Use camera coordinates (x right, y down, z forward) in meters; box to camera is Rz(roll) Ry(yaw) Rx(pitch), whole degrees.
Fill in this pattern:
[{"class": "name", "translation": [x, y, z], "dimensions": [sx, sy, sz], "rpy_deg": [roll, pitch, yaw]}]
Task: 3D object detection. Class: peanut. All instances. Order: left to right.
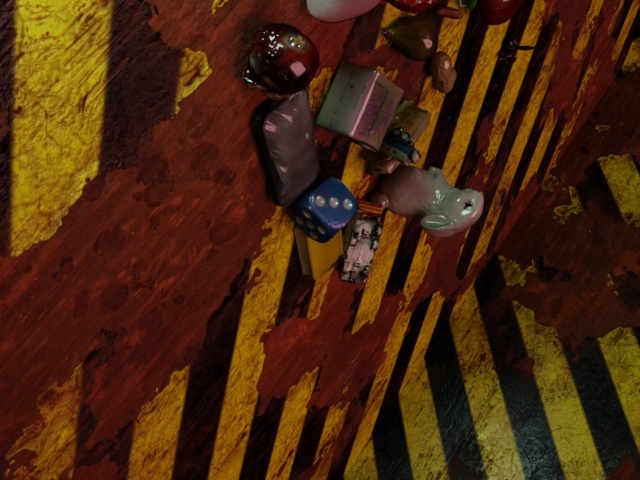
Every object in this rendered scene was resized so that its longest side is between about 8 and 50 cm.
[{"class": "peanut", "translation": [0.416, -0.565, 2.141], "dimensions": [0.082, 0.082, 0.187], "rpy_deg": [-58, 151, -5]}]

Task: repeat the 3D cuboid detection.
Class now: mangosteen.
[{"class": "mangosteen", "translation": [-0.096, -0.400, 1.448], "dimensions": [0.166, 0.166, 0.180], "rpy_deg": [-23, 160, -46]}]

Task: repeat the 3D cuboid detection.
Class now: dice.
[{"class": "dice", "translation": [0.013, -0.090, 1.829], "dimensions": [0.146, 0.146, 0.143], "rpy_deg": [-46, -174, -26]}]

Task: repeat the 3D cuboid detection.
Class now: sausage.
[{"class": "sausage", "translation": [0.412, -0.734, 2.035], "dimensions": [0.147, 0.030, 0.035], "rpy_deg": [-15, 124, -51]}]

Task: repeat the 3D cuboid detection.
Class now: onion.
[{"class": "onion", "translation": [0.593, -0.831, 2.067], "dimensions": [0.248, 0.161, 0.248], "rpy_deg": [-169, -90, -87]}]

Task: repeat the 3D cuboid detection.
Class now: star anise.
[{"class": "star anise", "translation": [0.787, -0.748, 2.481], "dimensions": [0.140, 0.144, 0.159], "rpy_deg": [-24, 134, -57]}]

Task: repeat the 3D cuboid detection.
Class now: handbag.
[{"class": "handbag", "translation": [-0.078, -0.242, 1.686], "dimensions": [0.191, 0.074, 0.332], "rpy_deg": [-46, 144, -29]}]

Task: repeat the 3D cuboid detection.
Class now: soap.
[{"class": "soap", "translation": [0.112, -0.377, 1.781], "dimensions": [0.182, 0.138, 0.200], "rpy_deg": [10, 106, -60]}]

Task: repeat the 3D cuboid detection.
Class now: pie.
[{"class": "pie", "translation": [0.249, -0.336, 2.037], "dimensions": [0.283, 0.128, 0.068], "rpy_deg": [-55, 161, -14]}]

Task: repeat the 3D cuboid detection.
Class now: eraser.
[{"class": "eraser", "translation": [0.000, 0.000, 2.001], "dimensions": [0.158, 0.069, 0.226], "rpy_deg": [-41, 145, -27]}]

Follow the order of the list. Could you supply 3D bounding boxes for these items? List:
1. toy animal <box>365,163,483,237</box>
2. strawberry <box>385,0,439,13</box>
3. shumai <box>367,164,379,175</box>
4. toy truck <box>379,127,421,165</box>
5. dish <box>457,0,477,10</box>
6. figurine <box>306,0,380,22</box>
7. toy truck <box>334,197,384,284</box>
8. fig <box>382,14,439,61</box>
[{"class": "toy animal", "translation": [0.369, -0.134, 2.159], "dimensions": [0.258, 0.357, 0.194], "rpy_deg": [-50, 150, -14]}, {"class": "strawberry", "translation": [0.232, -0.724, 1.627], "dimensions": [0.260, 0.257, 0.261], "rpy_deg": [-10, 116, -20]}, {"class": "shumai", "translation": [0.183, -0.260, 2.078], "dimensions": [0.083, 0.082, 0.081], "rpy_deg": [-39, 107, -52]}, {"class": "toy truck", "translation": [0.219, -0.299, 1.946], "dimensions": [0.088, 0.201, 0.074], "rpy_deg": [-55, 153, -3]}, {"class": "dish", "translation": [0.472, -0.798, 2.061], "dimensions": [0.137, 0.039, 0.091], "rpy_deg": [-32, 136, -44]}, {"class": "figurine", "translation": [-0.003, -0.603, 1.362], "dimensions": [0.316, 0.284, 0.207], "rpy_deg": [59, 52, -83]}, {"class": "toy truck", "translation": [0.131, 0.005, 2.124], "dimensions": [0.135, 0.114, 0.271], "rpy_deg": [-104, -152, -68]}, {"class": "fig", "translation": [0.274, -0.591, 1.862], "dimensions": [0.184, 0.126, 0.133], "rpy_deg": [-30, 152, -46]}]
